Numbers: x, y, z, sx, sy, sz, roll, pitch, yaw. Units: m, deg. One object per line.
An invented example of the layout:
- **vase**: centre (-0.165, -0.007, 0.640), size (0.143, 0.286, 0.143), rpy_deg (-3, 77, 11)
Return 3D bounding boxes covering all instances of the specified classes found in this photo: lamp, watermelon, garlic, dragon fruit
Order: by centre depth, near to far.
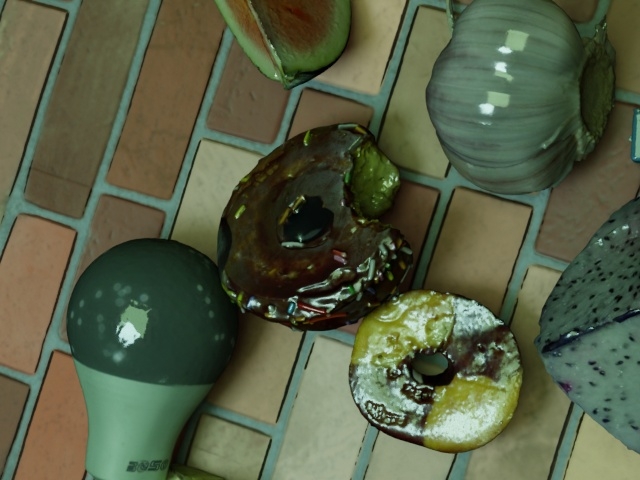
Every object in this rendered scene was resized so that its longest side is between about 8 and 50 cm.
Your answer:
- **dragon fruit**: centre (0.377, 0.073, 1.384), size (0.283, 0.204, 0.221), rpy_deg (-29, 107, 39)
- **garlic**: centre (0.209, -0.180, 1.508), size (0.207, 0.207, 0.256), rpy_deg (-20, 43, 15)
- **lamp**: centre (-0.173, 0.153, 1.579), size (0.182, 0.182, 0.313), rpy_deg (-1, 102, 18)
- **watermelon**: centre (-0.079, -0.282, 1.610), size (0.128, 0.159, 0.303), rpy_deg (-39, 74, 42)

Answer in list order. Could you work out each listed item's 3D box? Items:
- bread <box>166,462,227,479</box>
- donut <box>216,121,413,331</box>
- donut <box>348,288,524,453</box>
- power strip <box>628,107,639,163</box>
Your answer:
- **bread**: centre (-0.152, 0.383, 1.571), size (0.142, 0.178, 0.266), rpy_deg (16, 92, -12)
- **donut**: centre (-0.001, -0.001, 1.532), size (0.216, 0.096, 0.230), rpy_deg (-36, 50, 10)
- **donut**: centre (0.124, 0.134, 1.520), size (0.184, 0.073, 0.166), rpy_deg (0, 85, 19)
- **power strip**: centre (0.373, -0.105, 1.485), size (0.123, 0.032, 0.056), rpy_deg (1, 84, 19)
